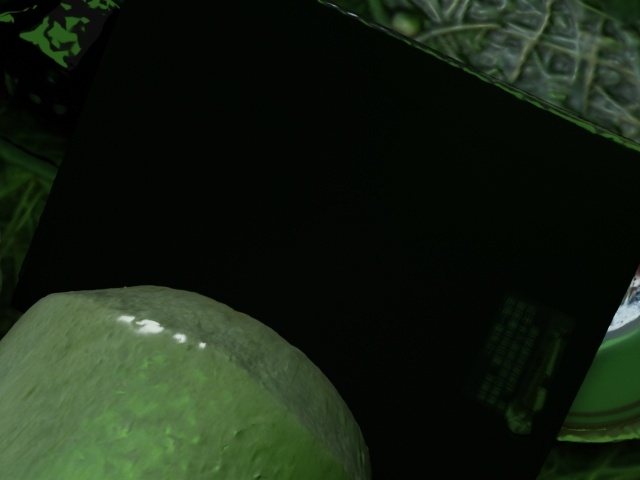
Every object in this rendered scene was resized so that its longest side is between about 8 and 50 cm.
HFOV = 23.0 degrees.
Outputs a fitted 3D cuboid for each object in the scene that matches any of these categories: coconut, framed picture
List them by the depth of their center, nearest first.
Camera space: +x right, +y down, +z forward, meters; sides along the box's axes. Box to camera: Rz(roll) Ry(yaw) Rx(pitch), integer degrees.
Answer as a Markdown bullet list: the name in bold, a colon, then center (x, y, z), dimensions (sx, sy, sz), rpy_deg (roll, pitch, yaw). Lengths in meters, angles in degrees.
- **coconut**: center (-0.108, 0.162, 0.784), dimensions (0.237, 0.237, 0.266), rpy_deg (24, 62, 15)
- **framed picture**: center (0.000, 0.000, 0.900), dimensions (0.339, 0.014, 0.255), rpy_deg (27, 104, 16)

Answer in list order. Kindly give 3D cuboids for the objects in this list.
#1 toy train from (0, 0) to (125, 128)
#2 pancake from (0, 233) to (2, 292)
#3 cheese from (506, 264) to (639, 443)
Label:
- **toy train**: center (-0.132, -0.228, 1.027), dimensions (0.249, 0.178, 0.429), rpy_deg (33, 70, 5)
- **pancake**: center (-0.301, 0.029, 0.935), dimensions (0.253, 0.037, 0.253), rpy_deg (-2, 82, 14)
- **cheese**: center (0.190, 0.025, 0.923), dimensions (0.286, 0.074, 0.189), rpy_deg (-9, 64, -2)
